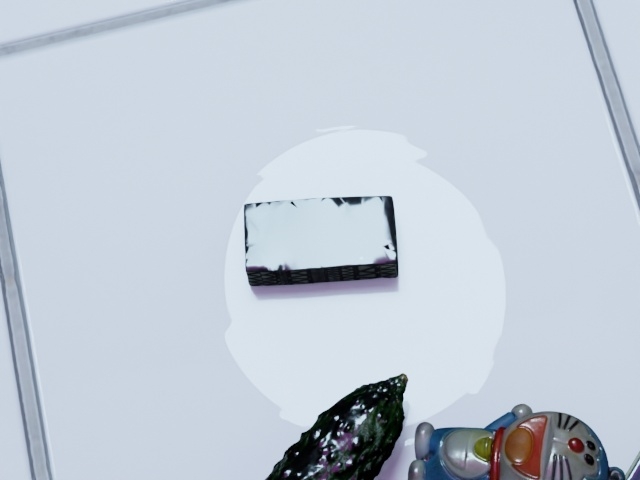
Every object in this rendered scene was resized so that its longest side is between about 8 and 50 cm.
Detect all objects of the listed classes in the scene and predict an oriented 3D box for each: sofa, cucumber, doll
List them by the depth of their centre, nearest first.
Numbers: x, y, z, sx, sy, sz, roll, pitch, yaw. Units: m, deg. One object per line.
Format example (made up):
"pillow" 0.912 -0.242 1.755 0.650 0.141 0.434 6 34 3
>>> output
"doll" 0.140 0.164 1.079 0.151 0.085 0.114 3 52 17
"cucumber" -0.031 0.213 1.081 0.072 0.072 0.300 36 75 15
"sofa" 0.000 0.000 1.170 0.117 0.039 0.060 -4 72 3

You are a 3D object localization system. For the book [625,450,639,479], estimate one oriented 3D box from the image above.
"book" 0.357 0.200 1.078 0.269 0.025 0.191 32 76 14
